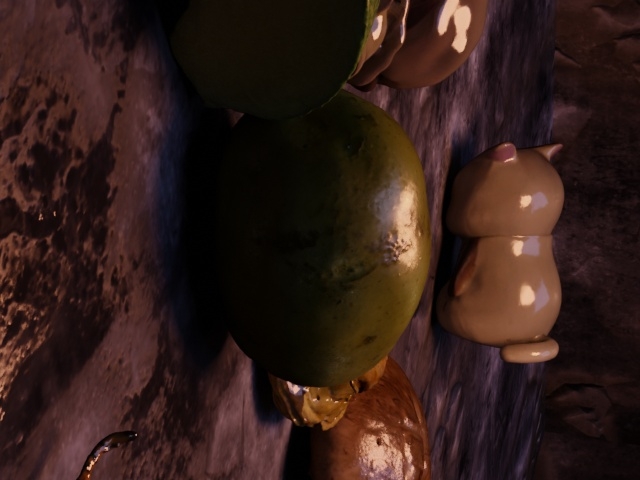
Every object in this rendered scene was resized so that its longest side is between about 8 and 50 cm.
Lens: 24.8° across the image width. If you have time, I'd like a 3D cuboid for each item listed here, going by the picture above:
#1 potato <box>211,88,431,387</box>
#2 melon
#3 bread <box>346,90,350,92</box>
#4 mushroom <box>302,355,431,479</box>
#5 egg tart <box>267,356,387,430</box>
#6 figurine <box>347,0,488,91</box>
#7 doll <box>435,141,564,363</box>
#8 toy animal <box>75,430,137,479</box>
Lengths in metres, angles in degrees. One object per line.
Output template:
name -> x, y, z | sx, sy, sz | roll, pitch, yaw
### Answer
potato -> -0.003, 0.000, 1.389 | 0.216, 0.216, 0.304 | -52, 155, -61
melon -> -0.049, -0.270, 1.203 | 0.331, 0.226, 0.343 | 56, -9, 36
bread -> -0.009, -0.086, 1.575 | 0.160, 0.073, 0.160 | 4, 90, -77
mushroom -> 0.066, 0.269, 1.835 | 0.278, 0.146, 0.278 | 49, 33, -47
egg tart -> 0.013, 0.103, 1.663 | 0.241, 0.106, 0.241 | 0, 90, -69
figurine -> 0.065, -0.257, 1.519 | 0.380, 0.203, 0.248 | -46, 136, -65
doll -> 0.308, 0.021, 2.475 | 0.215, 0.226, 0.370 | 0, 86, -43
toy animal -> -0.198, 0.233, 1.056 | 0.116, 0.114, 0.255 | 41, 37, -17
